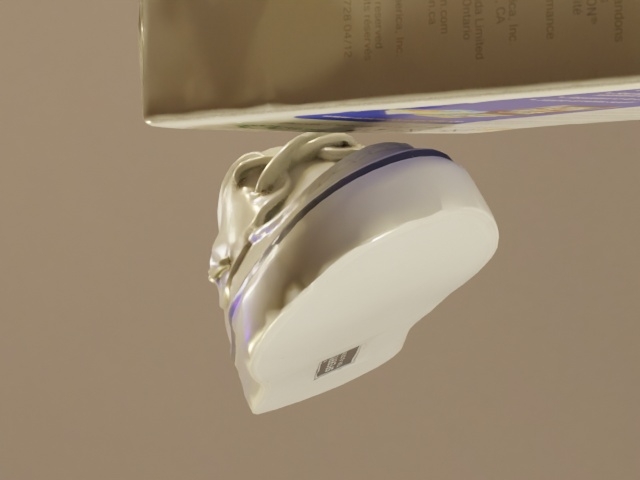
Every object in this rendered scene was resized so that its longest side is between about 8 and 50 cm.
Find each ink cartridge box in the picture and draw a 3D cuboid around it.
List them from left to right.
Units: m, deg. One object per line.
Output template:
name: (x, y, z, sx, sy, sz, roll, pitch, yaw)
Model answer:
ink cartridge box: (0.124, -0.068, 0.578, 0.371, 0.176, 0.069, 3, -86, 47)

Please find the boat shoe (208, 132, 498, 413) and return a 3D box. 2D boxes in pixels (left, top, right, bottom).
boat shoe: (0.000, 0.000, 0.748, 0.267, 0.096, 0.088, 103, -36, -77)
